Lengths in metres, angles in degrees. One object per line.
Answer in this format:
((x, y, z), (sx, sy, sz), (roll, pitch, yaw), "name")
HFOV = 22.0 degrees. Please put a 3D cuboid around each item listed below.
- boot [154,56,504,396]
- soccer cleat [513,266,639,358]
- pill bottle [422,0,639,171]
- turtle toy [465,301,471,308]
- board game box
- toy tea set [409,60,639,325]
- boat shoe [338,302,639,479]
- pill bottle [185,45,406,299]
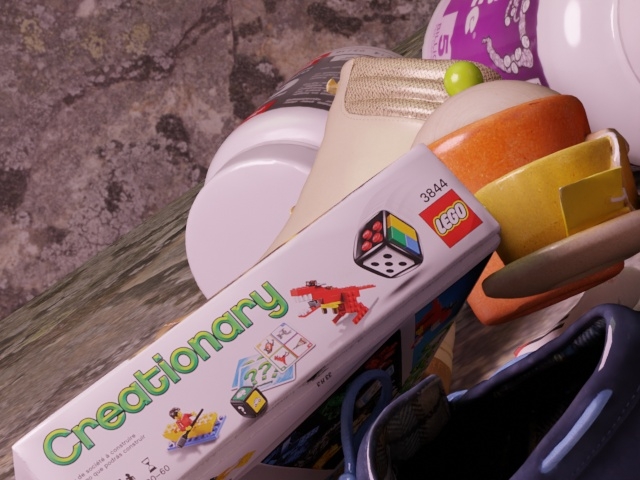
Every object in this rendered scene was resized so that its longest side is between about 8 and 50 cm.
((0.000, 0.000, 0.994), (0.262, 0.095, 0.203), (-13, 57, 54), "boot")
((0.133, 0.045, 0.825), (0.083, 0.029, 0.035), (-37, 19, -7), "soccer cleat")
((0.193, -0.127, 1.063), (0.169, 0.169, 0.301), (-36, 9, -16), "pill bottle")
((0.110, -0.005, 1.025), (0.130, 0.066, 0.095), (-33, 32, -14), "turtle toy")
((-0.037, 0.093, 0.716), (0.193, 0.053, 0.305), (-37, -14, -21), "board game box")
((0.182, -0.071, 0.759), (0.336, 0.124, 0.200), (-20, -8, -13), "toy tea set")
((0.050, 0.078, 0.575), (0.258, 0.089, 0.109), (-43, 30, 41), "boat shoe")
((0.004, -0.042, 1.279), (0.161, 0.161, 0.283), (-29, 10, 24), "pill bottle")
